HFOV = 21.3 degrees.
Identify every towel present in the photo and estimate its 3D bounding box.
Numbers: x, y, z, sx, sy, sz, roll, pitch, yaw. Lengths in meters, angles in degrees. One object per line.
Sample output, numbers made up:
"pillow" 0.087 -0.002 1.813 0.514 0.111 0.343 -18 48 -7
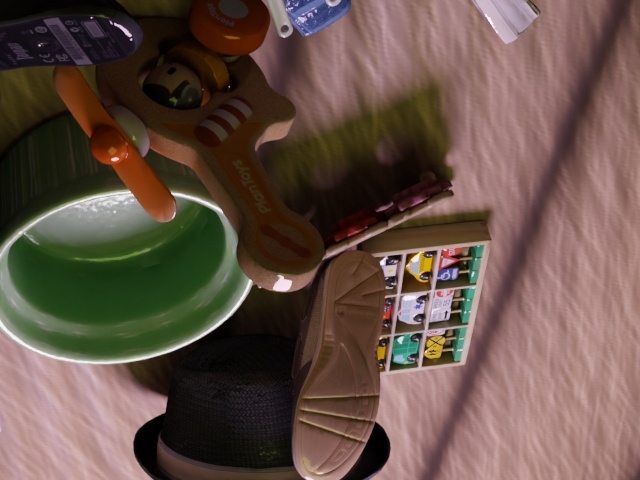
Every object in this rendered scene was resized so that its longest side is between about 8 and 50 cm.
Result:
"towel" -0.015 -0.255 1.757 0.067 0.029 0.119 -29 151 13

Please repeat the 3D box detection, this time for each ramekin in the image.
"ramekin" -0.231 -0.010 1.904 0.303 0.148 0.303 -9 141 -8

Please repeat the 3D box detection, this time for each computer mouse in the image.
"computer mouse" -0.301 -0.216 1.536 0.262 0.060 0.184 -7 153 19

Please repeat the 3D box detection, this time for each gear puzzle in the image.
"gear puzzle" 0.000 0.000 2.022 0.338 0.044 0.175 -25 180 7

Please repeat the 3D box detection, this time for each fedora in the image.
"fedora" -0.075 0.215 2.184 0.334 0.334 0.153 -4 111 -13

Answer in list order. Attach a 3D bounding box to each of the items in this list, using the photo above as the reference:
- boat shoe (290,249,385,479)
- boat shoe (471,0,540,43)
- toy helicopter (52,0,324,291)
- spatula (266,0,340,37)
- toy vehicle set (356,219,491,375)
"boat shoe" 0.015 0.154 2.088 0.102 0.285 0.092 9 175 -19
"boat shoe" 0.183 -0.276 1.789 0.063 0.066 0.184 -38 136 5
"toy helicopter" -0.117 -0.090 1.679 0.235 0.355 0.140 -12 145 -32
"spatula" -0.010 -0.321 1.658 0.168 0.019 0.242 -24 127 -3
"toy vehicle set" 0.123 0.081 2.220 0.165 0.035 0.267 -7 141 -10
